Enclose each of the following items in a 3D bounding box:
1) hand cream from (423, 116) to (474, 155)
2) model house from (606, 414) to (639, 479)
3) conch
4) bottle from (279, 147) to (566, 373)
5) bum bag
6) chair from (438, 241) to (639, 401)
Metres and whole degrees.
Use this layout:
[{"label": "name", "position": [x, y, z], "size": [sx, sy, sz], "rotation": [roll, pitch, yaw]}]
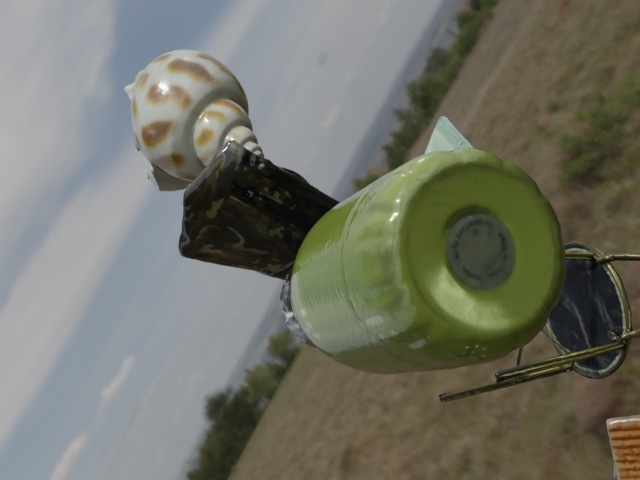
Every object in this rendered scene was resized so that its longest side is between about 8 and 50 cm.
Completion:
[{"label": "hand cream", "position": [0.069, 0.011, 0.739], "size": [0.049, 0.078, 0.205], "rotation": [-13, -35, -35]}, {"label": "model house", "position": [0.527, 0.370, 1.535], "size": [0.237, 0.202, 0.237], "rotation": [64, -149, -42]}, {"label": "conch", "position": [-0.160, -0.146, 1.291], "size": [0.275, 0.148, 0.183], "rotation": [-120, 16, -55]}, {"label": "bottle", "position": [0.040, 0.024, 0.623], "size": [0.112, 0.112, 0.260], "rotation": [-61, 11, -16]}, {"label": "bum bag", "position": [0.000, 0.001, 0.803], "size": [0.102, 0.248, 0.069], "rotation": [-60, 30, 16]}, {"label": "chair", "position": [0.282, 0.071, 1.080], "size": [0.170, 0.325, 0.160], "rotation": [134, 125, -64]}]
